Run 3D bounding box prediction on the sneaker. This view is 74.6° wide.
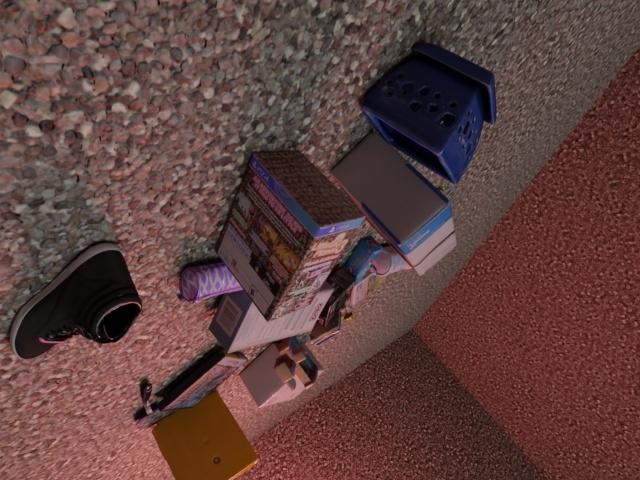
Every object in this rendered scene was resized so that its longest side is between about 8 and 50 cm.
[{"bbox_3d":[-0.449,0.154,0.770,0.295,0.147,0.104,-44,157,8],"label":"sneaker"}]

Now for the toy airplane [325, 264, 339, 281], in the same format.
[{"bbox_3d":[0.018,0.153,1.589,0.151,0.028,0.151,-34,155,-19],"label":"toy airplane"}]

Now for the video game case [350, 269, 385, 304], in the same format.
[{"bbox_3d":[0.229,0.198,1.976,0.206,0.026,0.227,-34,153,-16],"label":"video game case"}]

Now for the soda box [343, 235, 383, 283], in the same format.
[{"bbox_3d":[0.151,0.085,1.619,0.067,0.071,0.210,-16,145,-47],"label":"soda box"}]

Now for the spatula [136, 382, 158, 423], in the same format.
[{"bbox_3d":[-0.558,0.527,1.355,0.084,0.030,0.297,-29,153,-38],"label":"spatula"}]

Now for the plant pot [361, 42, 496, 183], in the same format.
[{"bbox_3d":[0.273,-0.302,0.987,0.212,0.236,0.236,-53,154,8],"label":"plant pot"}]

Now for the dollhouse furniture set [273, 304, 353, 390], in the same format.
[{"bbox_3d":[0.014,0.426,1.639,0.303,0.198,0.286,-32,-168,11],"label":"dollhouse furniture set"}]

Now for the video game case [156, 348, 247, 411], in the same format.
[{"bbox_3d":[-0.407,0.498,1.493,0.274,0.035,0.248,-41,161,-6],"label":"video game case"}]

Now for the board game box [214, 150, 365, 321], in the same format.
[{"bbox_3d":[-0.081,-0.011,0.933,0.141,0.232,0.291,-15,145,-46],"label":"board game box"}]

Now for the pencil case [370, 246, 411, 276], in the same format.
[{"bbox_3d":[0.319,0.085,1.812,0.273,0.113,0.124,-8,126,-52],"label":"pencil case"}]

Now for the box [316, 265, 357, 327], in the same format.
[{"bbox_3d":[0.045,0.210,1.573,0.180,0.077,0.148,-43,158,-37],"label":"box"}]

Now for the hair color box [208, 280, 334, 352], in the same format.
[{"bbox_3d":[-0.139,0.206,1.300,0.374,0.113,0.186,1,122,-52],"label":"hair color box"}]

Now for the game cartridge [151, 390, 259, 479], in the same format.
[{"bbox_3d":[-0.433,0.764,1.575,0.285,0.324,0.053,-16,143,-42],"label":"game cartridge"}]

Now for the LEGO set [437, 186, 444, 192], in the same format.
[{"bbox_3d":[0.466,-0.196,1.688,0.083,0.023,0.054,12,122,-45],"label":"LEGO set"}]

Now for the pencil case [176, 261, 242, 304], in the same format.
[{"bbox_3d":[-0.247,0.099,1.043,0.206,0.088,0.086,-11,140,-50],"label":"pencil case"}]

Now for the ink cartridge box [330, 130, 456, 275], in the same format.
[{"bbox_3d":[0.226,-0.082,1.198,0.166,0.285,0.395,-42,155,5],"label":"ink cartridge box"}]

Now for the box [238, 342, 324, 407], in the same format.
[{"bbox_3d":[-0.162,0.589,1.872,0.215,0.168,0.345,-44,156,5],"label":"box"}]
